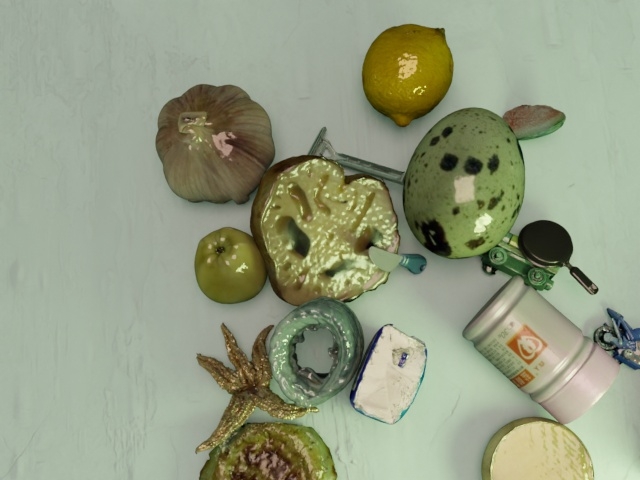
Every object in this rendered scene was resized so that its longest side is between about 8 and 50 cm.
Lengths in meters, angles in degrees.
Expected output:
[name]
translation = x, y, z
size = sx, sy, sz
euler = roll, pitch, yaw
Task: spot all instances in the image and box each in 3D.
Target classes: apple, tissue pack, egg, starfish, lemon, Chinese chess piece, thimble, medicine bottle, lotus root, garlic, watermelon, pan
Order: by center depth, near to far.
[thimble]
translation = -0.009, 0.254, 1.809
size = 0.205, 0.172, 0.250
euler = 16, 97, 9
[tissue pack]
translation = 0.156, 0.311, 1.820
size = 0.137, 0.269, 0.209
euler = 21, 79, 5
[Chinese chess piece]
translation = 0.507, 0.543, 1.846
size = 0.257, 0.104, 0.257
euler = 0, 79, 1
[medicine bottle]
translation = 0.512, 0.255, 1.854
size = 0.316, 0.202, 0.202
euler = 42, 83, 10
[egg]
translation = 0.348, -0.138, 1.895
size = 0.287, 0.287, 0.379
euler = 23, 79, 6
[lotus root]
translation = 0.009, -0.016, 1.899
size = 0.390, 0.111, 0.375
euler = 32, 83, -23
[starfish]
translation = -0.195, 0.337, 1.902
size = 0.301, 0.084, 0.293
euler = -19, 59, -12
[pan]
translation = 0.584, 0.040, 1.912
size = 0.136, 0.028, 0.235
euler = -36, 70, -20
[apple]
translation = -0.220, 0.060, 1.932
size = 0.200, 0.200, 0.200
euler = 0, 79, 2
[garlic]
translation = -0.264, -0.248, 1.982
size = 0.322, 0.241, 0.322
euler = 2, 84, -19
[lemon]
translation = 0.215, -0.417, 1.990
size = 0.228, 0.228, 0.253
euler = 24, 82, 6
[watermelon]
translation = 0.549, -0.301, 2.022
size = 0.180, 0.081, 0.094
euler = 10, 100, 39

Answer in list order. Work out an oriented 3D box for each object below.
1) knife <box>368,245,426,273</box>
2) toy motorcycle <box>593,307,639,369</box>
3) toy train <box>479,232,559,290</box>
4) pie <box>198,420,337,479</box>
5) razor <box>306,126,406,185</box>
[knife]
translation = 0.180, 0.051, 1.904
size = 0.032, 0.244, 0.058
euler = 39, 108, 36
[toy motorcycle]
translation = 0.766, 0.256, 1.914
size = 0.205, 0.076, 0.114
euler = 32, 73, 10
[toy train]
translation = 0.495, 0.045, 1.964
size = 0.200, 0.083, 0.132
euler = 29, 70, 7
[pie]
translation = -0.116, 0.576, 1.863
size = 0.354, 0.103, 0.288
euler = 3, 73, 5
[razor]
translation = 0.096, -0.195, 2.014
size = 0.278, 0.056, 0.111
euler = 23, 78, 23
